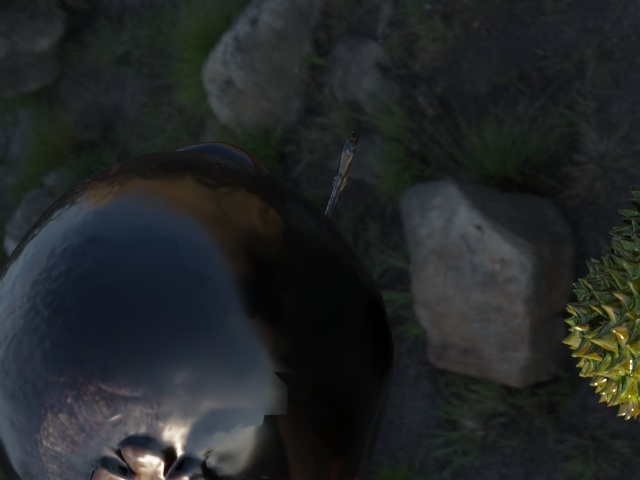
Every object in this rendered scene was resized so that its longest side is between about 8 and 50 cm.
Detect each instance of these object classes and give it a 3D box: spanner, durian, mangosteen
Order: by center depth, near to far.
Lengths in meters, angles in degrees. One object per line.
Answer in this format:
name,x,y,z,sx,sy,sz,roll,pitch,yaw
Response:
mangosteen,-0.079,0.064,0.802,0.275,0.275,0.302,-52,12,28
spanner,0.000,0.000,1.074,0.046,0.012,0.208,105,-177,-76
durian,0.349,0.045,1.076,0.224,0.291,0.291,45,125,-6
